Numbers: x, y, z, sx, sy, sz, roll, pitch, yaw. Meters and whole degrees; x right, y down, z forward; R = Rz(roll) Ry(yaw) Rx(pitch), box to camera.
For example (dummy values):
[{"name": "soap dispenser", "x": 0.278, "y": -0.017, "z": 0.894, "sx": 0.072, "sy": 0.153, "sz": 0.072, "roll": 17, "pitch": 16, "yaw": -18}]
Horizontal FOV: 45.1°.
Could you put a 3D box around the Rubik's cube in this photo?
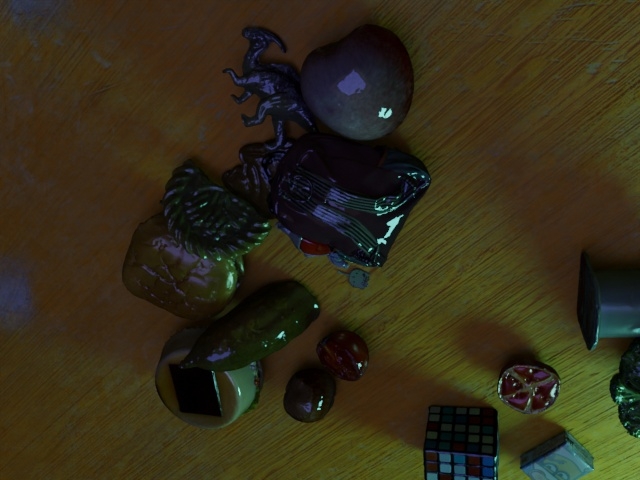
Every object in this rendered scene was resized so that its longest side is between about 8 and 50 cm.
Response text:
[{"name": "Rubik's cube", "x": 0.366, "y": 0.554, "z": 1.988, "sx": 0.187, "sy": 0.182, "sz": 0.184, "roll": -2, "pitch": 116, "yaw": 15}]

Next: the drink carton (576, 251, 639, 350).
[{"name": "drink carton", "x": 0.674, "y": 0.143, "z": 1.695, "sx": 0.190, "sy": 0.191, "sz": 0.185, "roll": 3, "pitch": 116, "yaw": 6}]

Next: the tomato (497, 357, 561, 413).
[{"name": "tomato", "x": 0.513, "y": 0.351, "z": 1.906, "sx": 0.156, "sy": 0.069, "sz": 0.155, "roll": 5, "pitch": 116, "yaw": 9}]

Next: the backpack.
[{"name": "backpack", "x": 0.050, "y": -0.099, "z": 1.687, "sx": 0.317, "sy": 0.197, "sz": 0.283, "roll": 19, "pitch": 113, "yaw": -20}]

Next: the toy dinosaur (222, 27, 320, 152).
[{"name": "toy dinosaur", "x": -0.109, "y": -0.322, "z": 1.697, "sx": 0.162, "sy": 0.077, "sz": 0.294, "roll": -30, "pitch": 110, "yaw": 11}]

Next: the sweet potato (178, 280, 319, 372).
[{"name": "sweet potato", "x": -0.177, "y": 0.231, "z": 1.920, "sx": 0.158, "sy": 0.370, "sz": 0.157, "roll": 41, "pitch": 151, "yaw": 30}]

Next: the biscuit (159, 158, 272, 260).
[{"name": "biscuit", "x": -0.264, "y": -0.051, "z": 1.820, "sx": 0.274, "sy": 0.036, "sz": 0.187, "roll": 35, "pitch": 78, "yaw": 0}]

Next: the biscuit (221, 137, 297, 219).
[{"name": "biscuit", "x": -0.097, "y": -0.141, "z": 1.820, "sx": 0.291, "sy": 0.041, "sz": 0.208, "roll": 0, "pitch": 116, "yaw": 14}]

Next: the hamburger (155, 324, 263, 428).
[{"name": "hamburger", "x": -0.298, "y": 0.363, "z": 2.070, "sx": 0.302, "sy": 0.170, "sz": 0.301, "roll": 8, "pitch": 117, "yaw": 15}]

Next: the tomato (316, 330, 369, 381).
[{"name": "tomato", "x": 0.067, "y": 0.285, "z": 1.979, "sx": 0.139, "sy": 0.091, "sz": 0.159, "roll": 49, "pitch": 146, "yaw": -2}]

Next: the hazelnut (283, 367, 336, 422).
[{"name": "hazelnut", "x": -0.024, "y": 0.413, "z": 2.050, "sx": 0.143, "sy": 0.143, "sz": 0.154, "roll": 21, "pitch": 105, "yaw": 3}]

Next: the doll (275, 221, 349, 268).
[{"name": "doll", "x": 0.000, "y": 0.000, "z": 1.849, "sx": 0.228, "sy": 0.075, "sz": 0.102, "roll": 18, "pitch": 107, "yaw": -6}]

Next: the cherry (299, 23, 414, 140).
[{"name": "cherry", "x": 0.084, "y": -0.311, "z": 1.582, "sx": 0.240, "sy": 0.206, "sz": 0.239, "roll": 1, "pitch": 102, "yaw": 7}]

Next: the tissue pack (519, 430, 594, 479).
[{"name": "tissue pack", "x": 0.615, "y": 0.577, "z": 2.005, "sx": 0.115, "sy": 0.065, "sz": 0.155, "roll": 45, "pitch": 120, "yaw": -9}]

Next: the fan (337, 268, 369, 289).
[{"name": "fan", "x": 0.081, "y": 0.091, "z": 1.917, "sx": 0.083, "sy": 0.004, "sz": 0.055, "roll": 17, "pitch": 121, "yaw": 5}]

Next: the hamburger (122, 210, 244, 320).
[{"name": "hamburger", "x": -0.343, "y": 0.074, "z": 1.933, "sx": 0.319, "sy": 0.158, "sz": 0.318, "roll": 7, "pitch": 121, "yaw": 12}]

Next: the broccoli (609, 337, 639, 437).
[{"name": "broccoli", "x": 0.783, "y": 0.350, "z": 1.723, "sx": 0.254, "sy": 0.269, "sz": 0.269, "roll": 4, "pitch": 120, "yaw": -5}]
